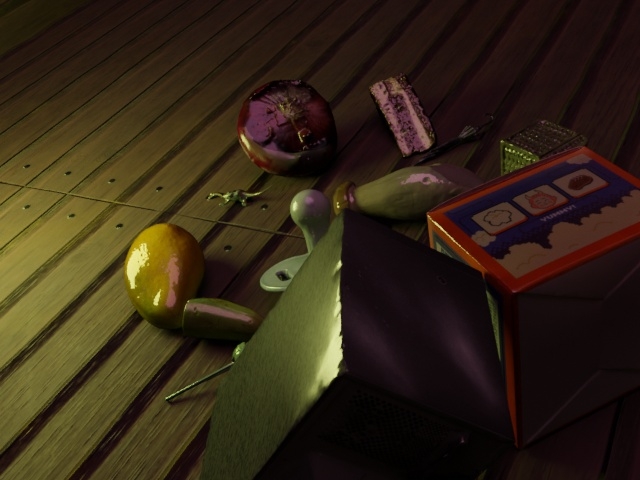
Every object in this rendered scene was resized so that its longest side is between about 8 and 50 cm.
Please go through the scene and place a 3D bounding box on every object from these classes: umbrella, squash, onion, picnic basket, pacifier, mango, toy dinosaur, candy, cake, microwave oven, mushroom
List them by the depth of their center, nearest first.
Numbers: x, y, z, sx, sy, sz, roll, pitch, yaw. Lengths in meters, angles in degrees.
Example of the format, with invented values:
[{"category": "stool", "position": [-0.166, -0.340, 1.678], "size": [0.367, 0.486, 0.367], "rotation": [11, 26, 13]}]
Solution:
[{"category": "microwave oven", "position": [0.025, 0.242, 1.099], "size": [0.236, 0.432, 0.374], "rotation": [24, 34, -16]}, {"category": "candy", "position": [-0.200, 0.255, 1.512], "size": [0.202, 0.061, 0.061], "rotation": [-27, 38, -7]}, {"category": "squash", "position": [-0.167, 0.166, 1.593], "size": [0.200, 0.090, 0.075], "rotation": [10, 9, 7]}, {"category": "pacifier", "position": [0.000, 0.000, 1.640], "size": [0.287, 0.226, 0.238], "rotation": [-17, 18, -7]}, {"category": "picnic basket", "position": [0.478, -0.128, 1.687], "size": [0.134, 0.196, 0.154], "rotation": [-28, 38, -24]}, {"category": "mango", "position": [-0.336, 0.071, 1.735], "size": [0.176, 0.119, 0.317], "rotation": [-11, 45, -3]}, {"category": "mushroom", "position": [0.199, -0.104, 1.802], "size": [0.350, 0.128, 0.128], "rotation": [-7, 37, 14]}, {"category": "toy dinosaur", "position": [-0.206, -0.108, 1.988], "size": [0.180, 0.037, 0.058], "rotation": [1, 43, 19]}, {"category": "umbrella", "position": [0.342, -0.246, 2.020], "size": [0.269, 0.044, 0.044], "rotation": [-34, 79, -17]}, {"category": "onion", "position": [-0.086, -0.270, 2.077], "size": [0.272, 0.195, 0.272], "rotation": [4, 67, -10]}, {"category": "cake", "position": [0.229, -0.308, 2.124], "size": [0.112, 0.135, 0.246], "rotation": [-25, 66, 3]}]

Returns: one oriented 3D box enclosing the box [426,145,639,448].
[{"category": "box", "position": [0.373, 0.086, 1.308], "size": [0.318, 0.349, 0.257], "rotation": [-24, 38, -14]}]
